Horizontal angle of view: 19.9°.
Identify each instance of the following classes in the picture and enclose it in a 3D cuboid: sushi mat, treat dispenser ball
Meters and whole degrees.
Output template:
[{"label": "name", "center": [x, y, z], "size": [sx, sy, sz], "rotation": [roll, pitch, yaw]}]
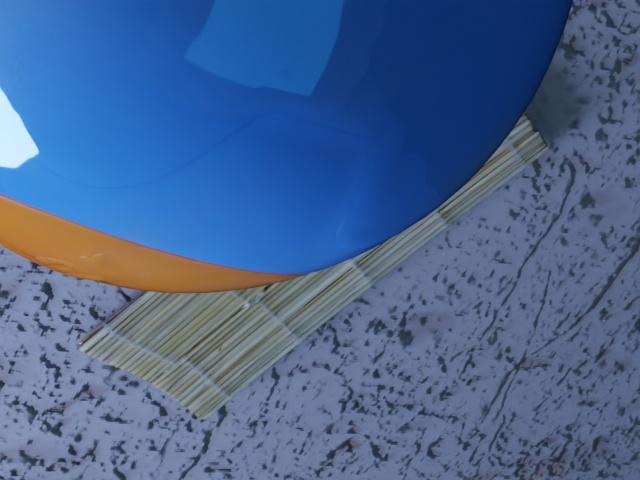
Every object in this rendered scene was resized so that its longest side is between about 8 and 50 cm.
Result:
[{"label": "sushi mat", "center": [0.000, 0.000, 1.212], "size": [0.316, 0.019, 0.151], "rotation": [-39, 141, 9]}, {"label": "treat dispenser ball", "center": [-0.047, -0.124, 0.671], "size": [0.288, 0.288, 0.288], "rotation": [-18, 141, -16]}]
